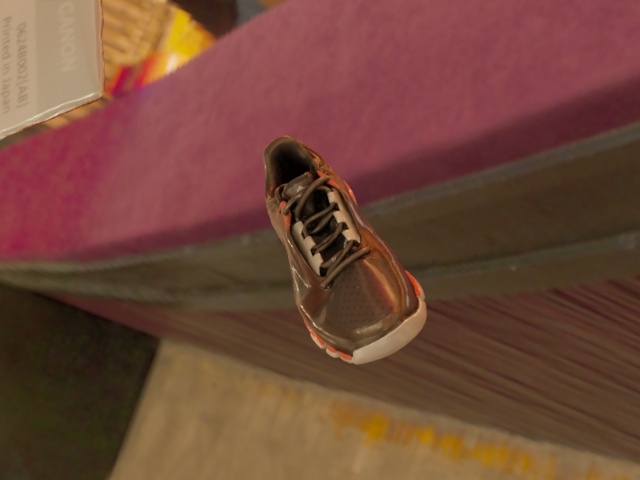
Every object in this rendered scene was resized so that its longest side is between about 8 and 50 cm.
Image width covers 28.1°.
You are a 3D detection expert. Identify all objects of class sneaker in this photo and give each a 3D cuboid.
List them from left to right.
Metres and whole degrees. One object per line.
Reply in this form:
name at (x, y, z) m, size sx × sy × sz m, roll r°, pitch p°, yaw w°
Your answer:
sneaker at (0.000, 0.000, 0.654) m, size 0.061 × 0.065 × 0.158 m, roll -32°, pitch 40°, yaw -1°

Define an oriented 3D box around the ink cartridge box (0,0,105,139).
ink cartridge box at (-0.253, -0.113, 0.719) m, size 0.385 × 0.091 × 0.308 m, roll -22°, pitch 58°, yaw 23°
